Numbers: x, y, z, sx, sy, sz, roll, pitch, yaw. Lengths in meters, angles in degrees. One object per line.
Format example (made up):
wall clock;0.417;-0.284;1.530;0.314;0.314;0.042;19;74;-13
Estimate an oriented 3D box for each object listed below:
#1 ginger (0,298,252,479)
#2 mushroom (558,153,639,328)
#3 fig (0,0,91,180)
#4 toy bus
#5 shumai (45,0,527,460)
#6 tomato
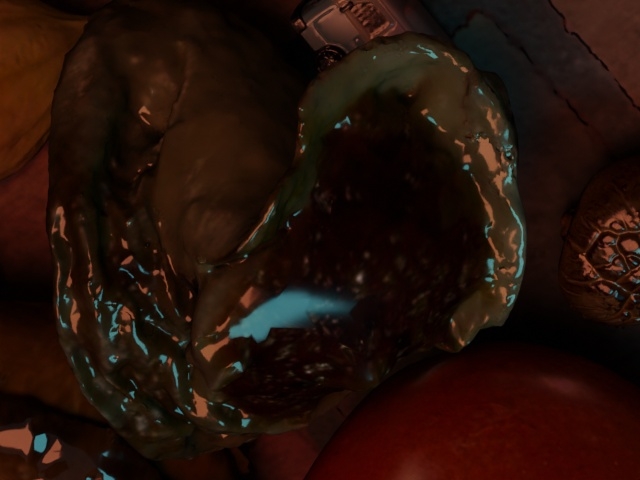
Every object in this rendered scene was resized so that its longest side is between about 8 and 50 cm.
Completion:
ginger;-0.157;0.149;1.338;0.321;0.165;0.172;40;104;-15
mushroom;0.209;0.002;1.199;0.109;0.085;0.126;9;123;12
fig;-0.214;-0.129;1.234;0.231;0.143;0.160;-27;68;27
toy bus;0.045;-0.124;1.205;0.075;0.060;0.123;-35;103;23
shumai;0.000;0.000;1.163;0.289;0.292;0.330;-9;137;15
tomato;0.113;0.226;1.215;0.293;0.290;0.325;35;136;-2
